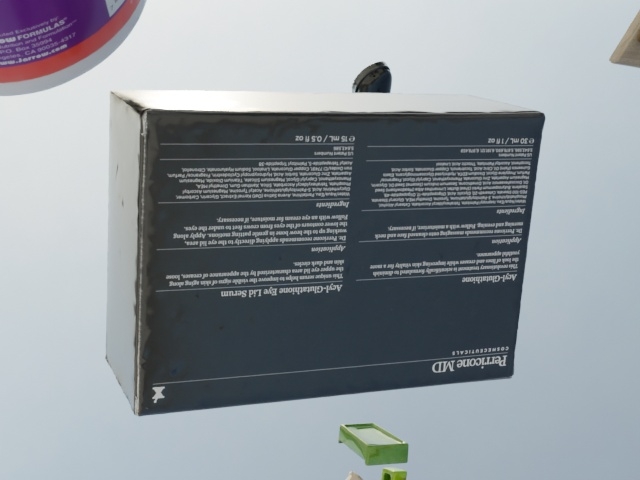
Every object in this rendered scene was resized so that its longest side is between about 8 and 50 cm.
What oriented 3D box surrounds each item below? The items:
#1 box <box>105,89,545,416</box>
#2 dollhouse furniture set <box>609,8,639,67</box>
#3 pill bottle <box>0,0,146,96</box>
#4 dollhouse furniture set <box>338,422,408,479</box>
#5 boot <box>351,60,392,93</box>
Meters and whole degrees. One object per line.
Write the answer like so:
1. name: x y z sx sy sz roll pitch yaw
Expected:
1. box: 0.000 0.000 0.694 0.103 0.261 0.184 -149 -120 -64
2. dollhouse furniture set: 0.346 -0.156 0.832 0.151 0.123 0.144 51 -54 37
3. pill bottle: -0.196 -0.229 0.566 0.181 0.323 0.182 0 -115 0
4. dollhouse furniture set: 0.038 0.229 0.873 0.058 0.076 0.152 -158 -108 -64
5. boot: 0.071 -0.132 1.214 0.045 0.121 0.099 -20 -110 -21
